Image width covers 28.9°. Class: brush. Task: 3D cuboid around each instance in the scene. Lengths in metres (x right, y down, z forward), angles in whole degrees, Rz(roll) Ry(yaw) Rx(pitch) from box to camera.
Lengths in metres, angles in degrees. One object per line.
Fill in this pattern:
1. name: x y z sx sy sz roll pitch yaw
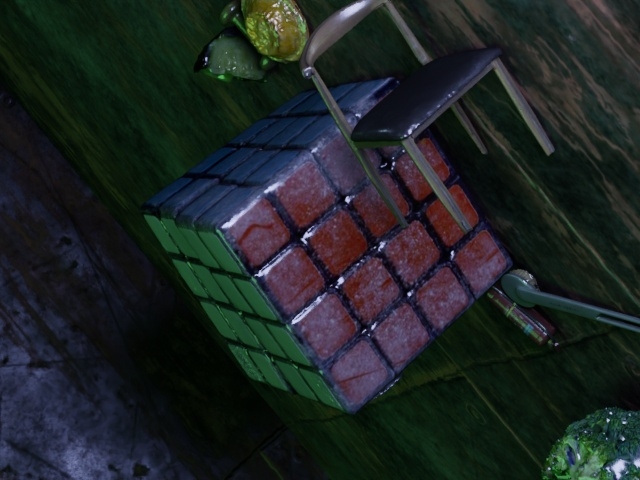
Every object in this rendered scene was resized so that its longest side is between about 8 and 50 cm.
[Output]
1. brush: 0.345 0.087 1.673 0.266 0.027 0.062 18 144 52

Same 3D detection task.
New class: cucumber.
1. cucumber: -0.144 -0.291 1.976 0.193 0.115 0.086 174 100 -77

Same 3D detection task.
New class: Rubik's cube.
1. Rubik's cube: 0.000 0.000 1.788 0.344 0.344 0.337 58 159 -18

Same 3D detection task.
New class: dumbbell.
1. dumbbell: -0.102 -0.314 1.886 0.118 0.052 0.046 49 130 4

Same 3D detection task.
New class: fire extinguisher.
1. fire extinguisher: 0.300 0.112 1.795 0.132 0.039 0.056 44 170 20

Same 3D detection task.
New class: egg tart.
1. egg tart: -0.075 -0.308 1.800 0.129 0.049 0.129 28 140 27

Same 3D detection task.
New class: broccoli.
1. broccoli: 0.418 0.354 1.686 0.265 0.245 0.294 36 -170 -15

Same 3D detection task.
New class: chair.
1. chair: 0.118 -0.161 1.471 0.272 0.188 0.166 53 161 -18
